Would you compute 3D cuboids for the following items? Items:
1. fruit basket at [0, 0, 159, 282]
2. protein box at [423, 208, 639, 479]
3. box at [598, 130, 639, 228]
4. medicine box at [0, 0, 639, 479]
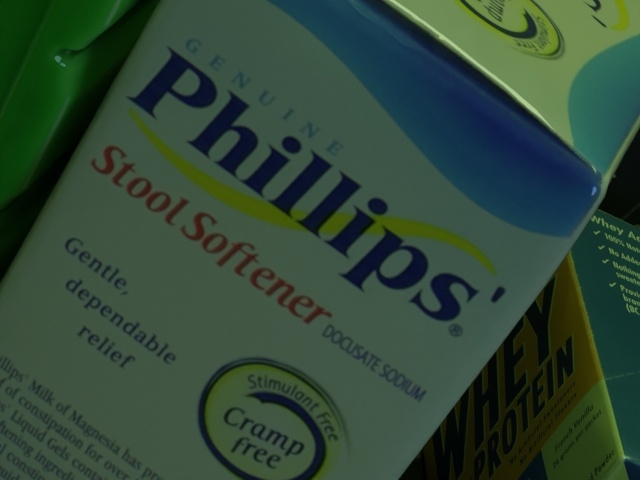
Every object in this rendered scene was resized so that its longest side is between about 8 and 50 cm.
[{"bbox_3d":[-0.149,-0.165,0.754,0.283,0.392,0.392,28,28,-7],"label":"fruit basket"},{"bbox_3d":[0.168,0.114,0.878,0.200,0.136,0.201,23,29,-17],"label":"protein box"},{"bbox_3d":[0.121,-0.236,1.145,0.472,0.297,0.480,45,27,-4],"label":"box"},{"bbox_3d":[0.000,0.000,0.724,0.149,0.289,0.263,35,28,4],"label":"medicine box"}]
